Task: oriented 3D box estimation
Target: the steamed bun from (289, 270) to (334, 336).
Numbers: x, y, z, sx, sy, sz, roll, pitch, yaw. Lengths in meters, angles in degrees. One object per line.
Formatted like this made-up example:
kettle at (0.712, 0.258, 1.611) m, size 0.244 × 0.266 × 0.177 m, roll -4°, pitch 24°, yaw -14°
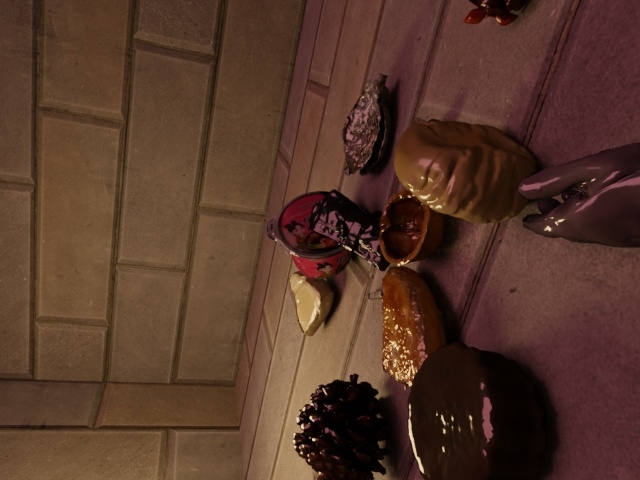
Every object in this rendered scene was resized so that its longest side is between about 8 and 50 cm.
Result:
steamed bun at (-0.022, 0.189, 1.660) m, size 0.212 × 0.110 × 0.231 m, roll 63°, pitch 144°, yaw 32°

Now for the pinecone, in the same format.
pinecone at (0.050, 0.444, 1.117) m, size 0.243 × 0.243 × 0.257 m, roll 152°, pitch 129°, yaw -70°

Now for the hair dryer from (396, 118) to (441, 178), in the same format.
hair dryer at (0.237, -0.138, 1.053) m, size 0.173 × 0.050 × 0.195 m, roll 115°, pitch 152°, yaw -54°

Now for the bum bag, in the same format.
bum bag at (0.089, -0.038, 1.281) m, size 0.310 × 0.074 × 0.137 m, roll 30°, pitch 97°, yaw 34°

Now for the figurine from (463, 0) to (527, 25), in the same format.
figurine at (0.299, -0.476, 0.791) m, size 0.160 × 0.183 × 0.226 m, roll -90°, pitch 3°, yaw -53°

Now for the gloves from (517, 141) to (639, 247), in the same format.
gloves at (0.337, -0.055, 0.538) m, size 0.119 × 0.142 × 0.285 m, roll -58°, pitch 9°, yaw -17°

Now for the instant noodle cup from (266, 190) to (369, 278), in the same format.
instant noodle cup at (0.000, 0.000, 1.462) m, size 0.182 × 0.302 × 0.258 m, roll 82°, pitch -167°, yaw -51°

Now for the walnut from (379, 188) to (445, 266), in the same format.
walnut at (0.206, -0.021, 1.020) m, size 0.211 × 0.087 × 0.167 m, roll -150°, pitch 74°, yaw -70°

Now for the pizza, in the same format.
pizza at (0.189, 0.196, 0.996) m, size 0.336 × 0.086 × 0.226 m, roll -103°, pitch 21°, yaw -52°

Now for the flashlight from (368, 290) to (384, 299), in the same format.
flashlight at (0.150, 0.145, 1.260) m, size 0.083 × 0.018 × 0.018 m, roll 149°, pitch 126°, yaw -69°

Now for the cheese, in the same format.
cheese at (0.227, -0.121, 0.785) m, size 0.226 × 0.213 × 0.117 m, roll -116°, pitch 32°, yaw -50°

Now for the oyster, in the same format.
oyster at (0.131, -0.319, 1.359) m, size 0.198 × 0.112 × 0.268 m, roll 174°, pitch 105°, yaw -73°

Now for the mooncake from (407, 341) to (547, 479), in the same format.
mooncake at (0.240, 0.277, 0.737) m, size 0.228 × 0.124 × 0.228 m, roll -167°, pitch 90°, yaw -73°
